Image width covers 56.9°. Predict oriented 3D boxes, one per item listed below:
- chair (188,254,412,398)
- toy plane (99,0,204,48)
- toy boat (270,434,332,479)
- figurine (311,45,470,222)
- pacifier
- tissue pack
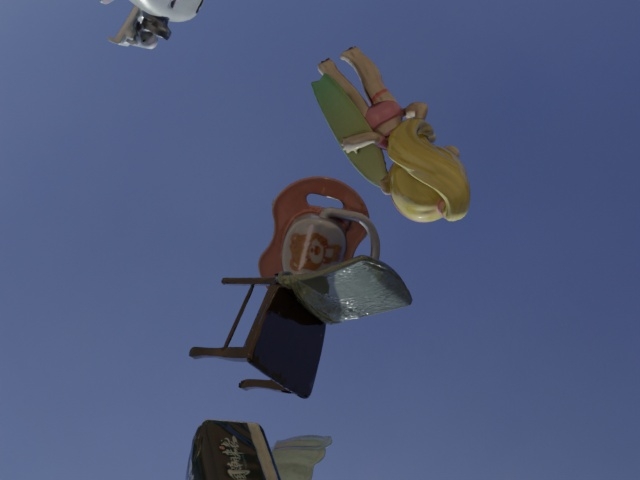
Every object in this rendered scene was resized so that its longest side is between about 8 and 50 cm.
[{"bbox_3d":[-0.032,0.141,0.943,0.319,0.160,0.186,-8,-130,38],"label":"chair"},{"bbox_3d":[-0.279,-0.434,0.983,0.118,0.252,0.252,38,-113,12],"label":"toy plane"},{"bbox_3d":[-0.091,0.497,1.209,0.100,0.199,0.290,35,-82,6],"label":"toy boat"},{"bbox_3d":[0.058,-0.088,0.484,0.083,0.083,0.187,-29,-106,-5],"label":"figurine"},{"bbox_3d":[-0.016,0.005,1.412,0.220,0.332,0.273,1,-159,-39],"label":"pacifier"},{"bbox_3d":[-0.084,0.279,0.602,0.090,0.103,0.170,8,-155,-25],"label":"tissue pack"}]
